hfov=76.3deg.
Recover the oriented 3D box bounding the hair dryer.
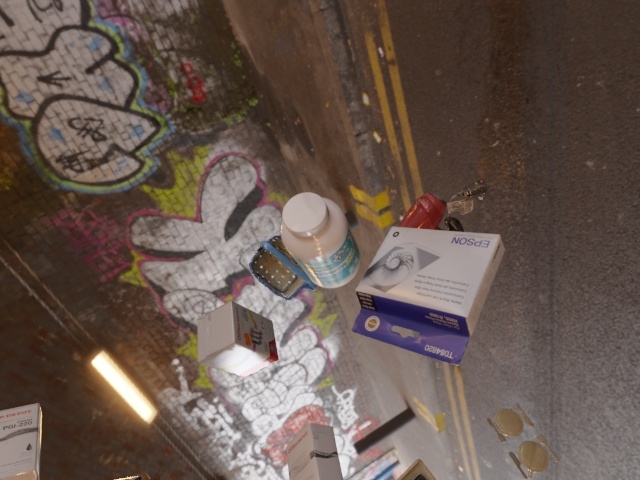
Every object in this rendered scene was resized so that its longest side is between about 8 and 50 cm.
[{"bbox_3d":[0.305,-0.016,1.032,0.080,0.293,0.224,-108,5,-74],"label":"hair dryer"}]

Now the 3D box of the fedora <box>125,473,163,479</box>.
[{"bbox_3d":[-0.599,0.809,1.297,0.079,0.194,0.194,40,156,43],"label":"fedora"}]

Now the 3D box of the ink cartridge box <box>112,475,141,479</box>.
[{"bbox_3d":[-0.503,0.558,0.872,0.097,0.206,0.046,53,-155,-75],"label":"ink cartridge box"}]

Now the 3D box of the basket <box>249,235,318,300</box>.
[{"bbox_3d":[-0.146,0.099,1.554,0.254,0.201,0.289,43,168,-12],"label":"basket"}]

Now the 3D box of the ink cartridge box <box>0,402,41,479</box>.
[{"bbox_3d":[-0.831,0.556,1.072,0.218,0.158,0.092,44,128,48],"label":"ink cartridge box"}]

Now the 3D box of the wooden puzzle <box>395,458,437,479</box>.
[{"bbox_3d":[0.312,0.851,1.262,0.239,0.220,0.044,51,156,16],"label":"wooden puzzle"}]

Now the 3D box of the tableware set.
[{"bbox_3d":[0.624,0.624,1.275,0.039,0.128,0.194,83,163,-49],"label":"tableware set"}]

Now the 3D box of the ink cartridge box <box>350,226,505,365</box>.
[{"bbox_3d":[0.173,0.078,0.707,0.223,0.224,0.045,6,147,45],"label":"ink cartridge box"}]

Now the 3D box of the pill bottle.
[{"bbox_3d":[0.000,0.000,0.913,0.146,0.146,0.264,55,178,30],"label":"pill bottle"}]

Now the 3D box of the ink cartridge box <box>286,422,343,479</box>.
[{"bbox_3d":[-0.017,0.671,1.178,0.160,0.092,0.219,-55,28,28],"label":"ink cartridge box"}]

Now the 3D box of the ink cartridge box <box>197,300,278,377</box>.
[{"bbox_3d":[-0.221,0.266,1.087,0.176,0.127,0.128,39,-153,-45],"label":"ink cartridge box"}]
